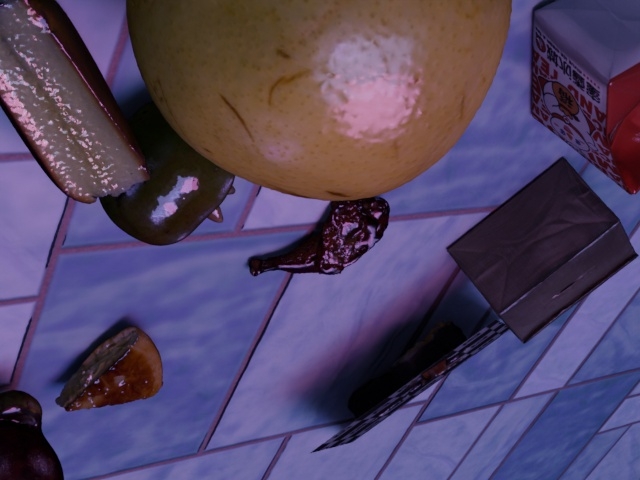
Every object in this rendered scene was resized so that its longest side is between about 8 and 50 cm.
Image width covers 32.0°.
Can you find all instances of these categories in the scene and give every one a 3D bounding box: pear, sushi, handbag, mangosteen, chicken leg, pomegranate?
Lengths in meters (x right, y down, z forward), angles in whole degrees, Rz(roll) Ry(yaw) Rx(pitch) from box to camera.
[{"bbox_3d":[-0.001,-0.204,0.970,0.348,0.348,0.348,-23,145,-17],"label":"pear"},{"bbox_3d":[0.144,0.218,1.850,0.359,0.064,0.343,-37,166,7],"label":"sushi"},{"bbox_3d":[0.380,-0.188,1.478,0.151,0.171,0.298,-29,146,-11],"label":"handbag"},{"bbox_3d":[-0.416,0.294,1.364,0.209,0.210,0.210,-23,145,-17],"label":"mangosteen"},{"bbox_3d":[0.005,0.004,1.502,0.205,0.053,0.093,-39,124,-5],"label":"chicken leg"},{"bbox_3d":[-0.157,-0.070,1.206,0.152,0.131,0.191,-47,168,9],"label":"pomegranate"}]

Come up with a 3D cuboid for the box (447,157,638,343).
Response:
[{"bbox_3d":[0.346,0.021,1.727,0.231,0.155,0.149,-38,147,7],"label":"box"}]

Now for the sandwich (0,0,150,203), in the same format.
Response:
[{"bbox_3d":[-0.251,-0.143,1.034,0.094,0.096,0.258,-28,136,-4],"label":"sandwich"}]

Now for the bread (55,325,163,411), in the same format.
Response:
[{"bbox_3d":[-0.262,0.160,1.458,0.154,0.054,0.136,-10,141,-42],"label":"bread"}]
